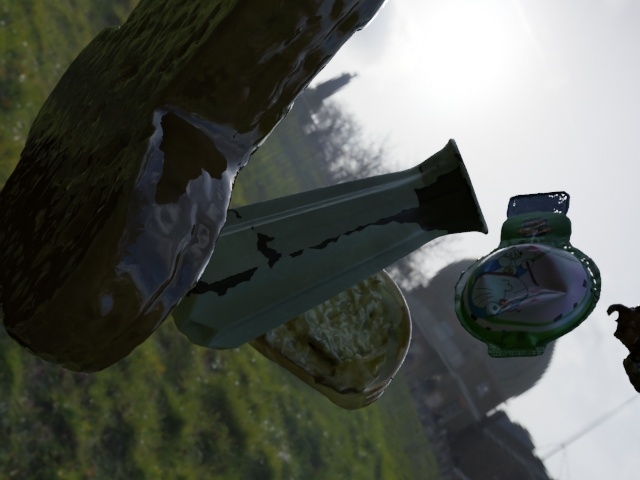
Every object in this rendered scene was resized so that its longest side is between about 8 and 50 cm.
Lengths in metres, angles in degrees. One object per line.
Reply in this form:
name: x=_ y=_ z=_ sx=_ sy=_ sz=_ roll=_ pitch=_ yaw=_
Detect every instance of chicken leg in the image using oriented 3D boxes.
chicken leg: x=0.552 y=0.100 z=1.407 sx=0.177 sy=0.322 sz=0.083 roll=25 pitch=27 yaw=2

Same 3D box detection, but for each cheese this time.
cheese: x=0.292 y=0.038 z=1.278 sx=0.320 sy=0.204 sz=0.083 roll=-71 pitch=146 yaw=-41

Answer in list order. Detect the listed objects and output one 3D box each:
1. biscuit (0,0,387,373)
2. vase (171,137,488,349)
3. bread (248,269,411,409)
biscuit: x=-0.039 y=-0.124 z=0.489 sx=0.076 sy=0.394 sz=0.368 roll=36 pitch=5 yaw=-25
vase: x=0.000 y=0.000 z=1.029 sx=0.165 sy=0.360 sz=0.165 roll=-21 pitch=90 yaw=-82
bread: x=0.001 y=0.117 z=1.434 sx=0.316 sy=0.211 sz=0.270 roll=36 pitch=-12 yaw=14
